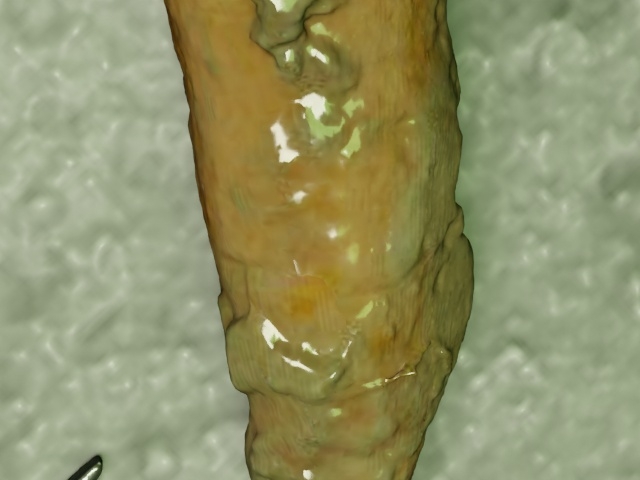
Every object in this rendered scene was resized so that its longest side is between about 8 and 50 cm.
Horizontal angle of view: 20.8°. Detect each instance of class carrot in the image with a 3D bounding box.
[{"bbox_3d":[0.000,0.000,0.569,0.102,0.102,0.263,-6,107,-10],"label":"carrot"}]

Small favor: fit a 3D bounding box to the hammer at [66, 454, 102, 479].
[{"bbox_3d":[-0.024,0.152,0.622,0.199,0.013,0.062,37,92,-15],"label":"hammer"}]
